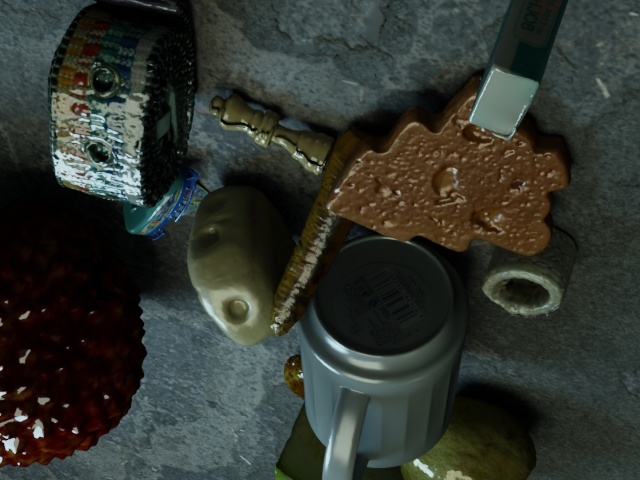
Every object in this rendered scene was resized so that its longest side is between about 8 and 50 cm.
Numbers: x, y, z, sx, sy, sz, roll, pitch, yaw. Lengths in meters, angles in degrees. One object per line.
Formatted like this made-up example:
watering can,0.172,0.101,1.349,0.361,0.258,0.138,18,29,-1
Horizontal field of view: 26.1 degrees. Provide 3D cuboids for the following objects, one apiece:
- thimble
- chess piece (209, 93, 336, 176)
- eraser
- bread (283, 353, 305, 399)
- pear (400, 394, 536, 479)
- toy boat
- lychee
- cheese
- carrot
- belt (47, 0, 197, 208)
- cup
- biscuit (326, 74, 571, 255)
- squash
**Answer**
thimble,0.276,0.039,1.820,0.102,0.090,0.115,31,148,-13
chess piece,-0.066,-0.143,1.802,0.172,0.060,0.060,24,150,1
eraser,0.204,-0.214,1.337,0.052,0.225,0.095,21,149,2
bread,0.026,0.247,2.349,0.193,0.064,0.193,19,156,9
pear,0.245,0.360,2.244,0.211,0.188,0.228,27,153,20
toy boat,-0.209,-0.063,2.020,0.110,0.091,0.175,1,159,-32
lychee,-0.484,0.173,2.211,0.424,0.424,0.500,19,122,8
cheese,-0.099,0.036,1.964,0.117,0.235,0.218,-15,161,18
carrot,0.000,0.000,1.812,0.066,0.066,0.314,24,111,-1
belt,-0.259,-0.178,1.730,0.160,0.207,0.295,16,147,9
cup,0.072,0.191,1.971,0.236,0.323,0.327,17,151,11
biscuit,0.153,-0.079,1.700,0.306,0.043,0.284,-8,133,16
squash,0.113,0.407,2.363,0.308,0.234,0.210,-3,120,21
